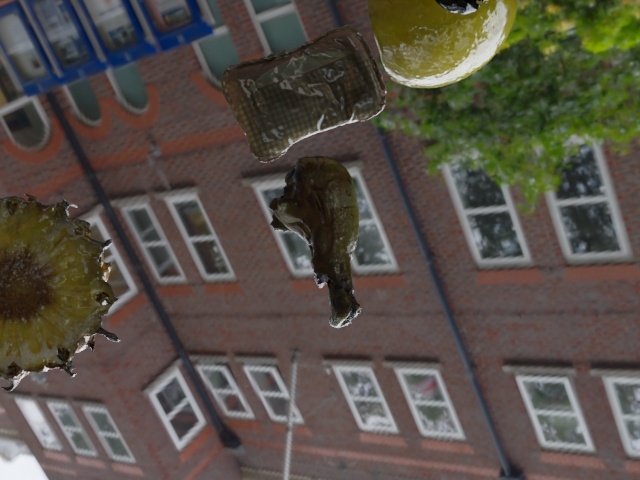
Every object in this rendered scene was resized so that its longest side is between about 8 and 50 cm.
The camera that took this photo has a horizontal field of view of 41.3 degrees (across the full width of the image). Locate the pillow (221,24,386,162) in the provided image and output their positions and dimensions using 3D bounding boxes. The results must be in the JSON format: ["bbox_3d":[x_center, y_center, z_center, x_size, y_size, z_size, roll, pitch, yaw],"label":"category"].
[{"bbox_3d":[-0.018,-0.199,1.125,0.211,0.135,0.034,-25,179,-15],"label":"pillow"}]

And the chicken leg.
[{"bbox_3d":[0.000,0.000,0.787,0.093,0.070,0.178,-27,-120,20],"label":"chicken leg"}]

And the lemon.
[{"bbox_3d":[0.185,-0.354,1.260,0.219,0.240,0.240,-13,-158,14],"label":"lemon"}]

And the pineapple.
[{"bbox_3d":[-0.307,0.051,0.882,0.221,0.221,0.047,-26,178,-9],"label":"pineapple"}]

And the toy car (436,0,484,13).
[{"bbox_3d":[0.102,-0.324,0.833,0.301,0.118,0.193,6,156,-8],"label":"toy car"}]
